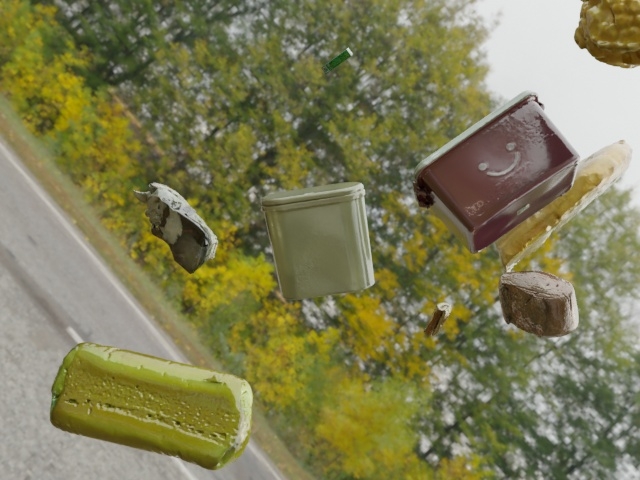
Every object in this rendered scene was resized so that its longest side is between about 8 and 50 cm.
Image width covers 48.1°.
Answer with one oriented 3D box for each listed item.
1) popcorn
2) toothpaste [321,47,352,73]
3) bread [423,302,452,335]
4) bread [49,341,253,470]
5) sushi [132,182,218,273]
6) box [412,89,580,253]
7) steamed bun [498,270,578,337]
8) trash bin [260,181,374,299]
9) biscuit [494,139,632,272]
[{"bbox_3d":[0.474,-0.333,1.099,0.194,0.140,0.163,54,-37,30],"label":"popcorn"},{"bbox_3d":[0.040,-0.435,1.738,0.020,0.083,0.017,51,34,-15],"label":"toothpaste"},{"bbox_3d":[0.285,0.191,1.729,0.047,0.083,0.036,-12,42,-46],"label":"bread"},{"bbox_3d":[-0.299,0.293,1.280,0.383,0.166,0.112,9,-19,16],"label":"bread"},{"bbox_3d":[-0.376,-0.051,1.899,0.273,0.134,0.109,41,29,20],"label":"sushi"},{"bbox_3d":[0.338,-0.119,1.361,0.167,0.294,0.193,56,0,21],"label":"box"},{"bbox_3d":[0.489,0.143,1.625,0.175,0.106,0.145,12,-44,37],"label":"steamed bun"},{"bbox_3d":[0.000,0.000,1.678,0.121,0.243,0.247,-78,158,-76],"label":"trash bin"},{"bbox_3d":[0.605,-0.090,1.832,0.104,0.446,0.429,49,24,13],"label":"biscuit"}]
